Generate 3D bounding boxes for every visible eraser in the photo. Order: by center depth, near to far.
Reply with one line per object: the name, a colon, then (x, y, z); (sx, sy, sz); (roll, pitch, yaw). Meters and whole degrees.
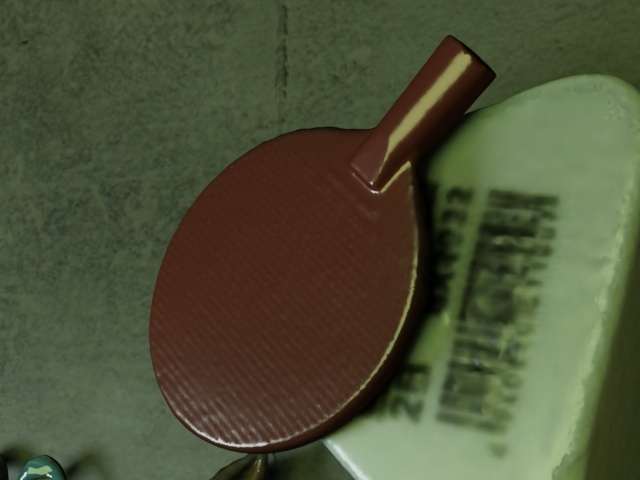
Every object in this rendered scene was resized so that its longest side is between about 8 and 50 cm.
eraser: (0.111, 0.083, 0.959); (0.331, 0.150, 0.331); (-7, 74, 27)

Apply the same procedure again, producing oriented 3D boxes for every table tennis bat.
table tennis bat: (0.000, 0.000, 0.941); (0.310, 0.038, 0.200); (-51, 57, 10)

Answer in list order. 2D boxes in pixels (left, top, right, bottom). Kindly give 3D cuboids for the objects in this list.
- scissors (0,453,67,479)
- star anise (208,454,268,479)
scissors: (-0.266, 0.313, 1.165); (0.138, 0.041, 0.289); (1, 78, 34)
star anise: (-0.115, 0.293, 1.056); (0.198, 0.110, 0.257); (-11, 78, 10)
